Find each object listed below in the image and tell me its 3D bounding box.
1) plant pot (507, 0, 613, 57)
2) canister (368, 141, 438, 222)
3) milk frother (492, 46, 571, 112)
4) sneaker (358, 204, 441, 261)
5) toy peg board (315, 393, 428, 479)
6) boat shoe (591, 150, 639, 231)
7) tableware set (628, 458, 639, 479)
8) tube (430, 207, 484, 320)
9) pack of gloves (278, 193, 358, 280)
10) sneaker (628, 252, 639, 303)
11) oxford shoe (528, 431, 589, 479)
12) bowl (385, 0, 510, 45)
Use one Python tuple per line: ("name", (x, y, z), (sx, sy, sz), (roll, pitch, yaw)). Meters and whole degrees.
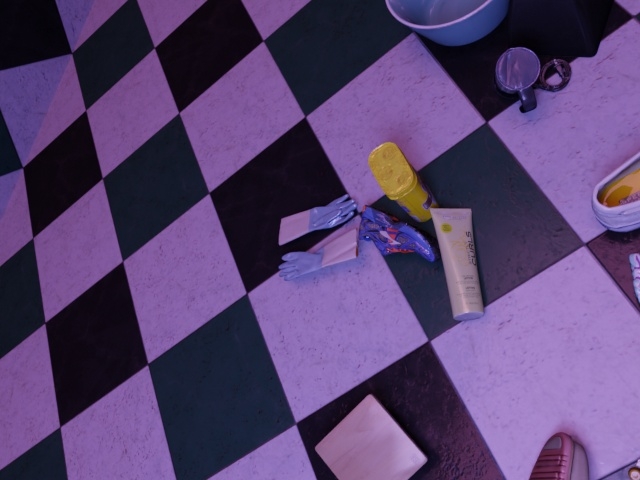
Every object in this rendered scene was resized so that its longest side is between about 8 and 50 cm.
("plant pot", (0.494, -0.514, 1.196), (0.187, 0.167, 0.188), (16, 79, 34))
("canister", (0.181, -0.120, 1.227), (0.073, 0.170, 0.126), (-34, 58, 16))
("milk frother", (0.439, -0.346, 1.181), (0.143, 0.134, 0.129), (-40, 87, 15))
("sneaker", (0.171, -0.001, 1.255), (0.221, 0.083, 0.087), (31, 102, 41))
("toy peg board", (0.106, 0.414, 1.134), (0.161, 0.079, 0.161), (-46, 70, 8))
("boat shoe", (0.625, -0.153, 0.962), (0.367, 0.156, 0.136), (-32, 60, 23))
("tableware set", (0.560, 0.397, 0.888), (0.154, 0.024, 0.104), (29, 91, 35))
("tube", (0.282, 0.041, 1.168), (0.062, 0.070, 0.240), (-22, 60, 35))
("pack of gloves", (0.000, 0.000, 1.373), (0.232, 0.046, 0.195), (-20, 48, 29))
("sneaker", (0.580, 0.065, 0.994), (0.069, 0.038, 0.098), (-10, 67, 29))
("oxford shoe", (0.398, 0.513, 0.898), (0.146, 0.140, 0.397), (12, 70, 2))
("bowl", (0.321, -0.581, 1.327), (0.311, 0.163, 0.312), (-12, 67, 29))
